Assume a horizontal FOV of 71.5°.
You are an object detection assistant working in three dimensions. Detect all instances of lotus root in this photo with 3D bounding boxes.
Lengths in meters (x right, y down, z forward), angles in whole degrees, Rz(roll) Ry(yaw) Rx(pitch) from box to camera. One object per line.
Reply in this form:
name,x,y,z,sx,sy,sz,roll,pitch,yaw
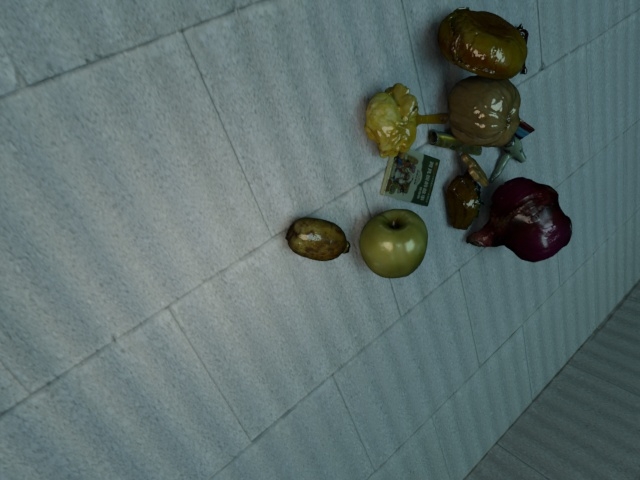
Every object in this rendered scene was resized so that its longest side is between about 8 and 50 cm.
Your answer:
lotus root,0.000,0.000,1.529,0.260,0.128,0.145,17,107,-32

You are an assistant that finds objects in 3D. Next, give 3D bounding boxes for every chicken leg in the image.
chicken leg,0.890,-0.842,1.968,0.089,0.048,0.219,-26,117,-24

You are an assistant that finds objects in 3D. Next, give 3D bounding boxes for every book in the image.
book,0.362,-0.255,1.775,0.264,0.027,0.202,10,97,-37

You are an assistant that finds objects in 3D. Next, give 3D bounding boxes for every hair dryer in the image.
hair dryer,0.904,-0.377,2.108,0.218,0.088,0.225,-4,119,-39

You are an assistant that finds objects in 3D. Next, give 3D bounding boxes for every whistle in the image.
whistle,0.575,-0.409,1.863,0.326,0.057,0.068,1,102,-36

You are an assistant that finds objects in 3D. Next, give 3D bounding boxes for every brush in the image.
brush,0.414,-0.479,1.756,0.272,0.013,0.103,-12,111,-33

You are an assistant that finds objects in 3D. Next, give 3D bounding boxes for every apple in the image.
apple,0.279,0.012,1.658,0.262,0.262,0.263,-11,109,-33

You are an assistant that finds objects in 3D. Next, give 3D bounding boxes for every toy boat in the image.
toy boat,0.847,-0.547,1.990,0.391,0.136,0.079,18,126,-41

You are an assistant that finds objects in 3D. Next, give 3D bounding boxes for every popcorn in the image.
popcorn,0.246,-0.416,1.555,0.189,0.191,0.254,6,100,-2

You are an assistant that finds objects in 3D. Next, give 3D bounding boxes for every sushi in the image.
sushi,0.635,-0.158,1.922,0.140,0.149,0.287,-30,114,-29

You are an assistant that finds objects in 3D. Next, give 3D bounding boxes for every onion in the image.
onion,0.872,-0.067,2.016,0.419,0.398,0.399,-23,118,-2

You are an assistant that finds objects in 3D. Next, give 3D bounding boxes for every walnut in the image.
walnut,0.638,-0.513,1.747,0.296,0.285,0.286,22,90,-48

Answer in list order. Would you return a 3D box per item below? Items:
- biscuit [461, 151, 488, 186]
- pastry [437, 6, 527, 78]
biscuit,0.680,-0.301,1.928,0.236,0.040,0.144,10,61,-51
pastry,0.593,-0.718,1.623,0.355,0.356,0.164,-15,142,-32
